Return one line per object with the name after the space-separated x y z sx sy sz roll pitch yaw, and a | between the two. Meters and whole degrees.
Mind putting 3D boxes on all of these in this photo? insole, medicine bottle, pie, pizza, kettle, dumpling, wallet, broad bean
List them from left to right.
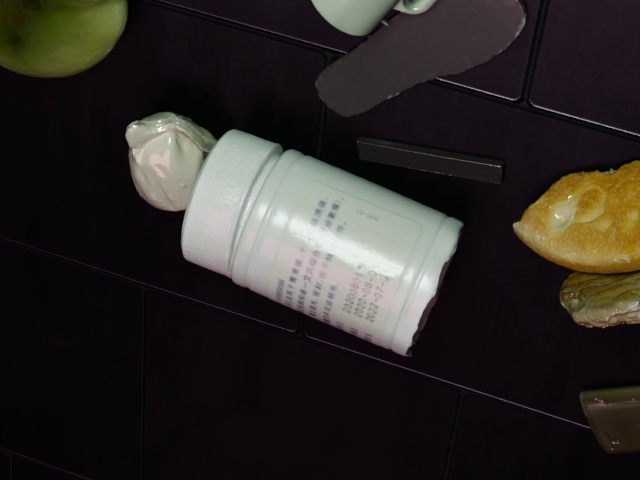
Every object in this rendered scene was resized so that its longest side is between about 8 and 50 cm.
-0.349 -0.317 1.933 0.291 0.119 0.238 -21 116 38 | broad bean
-0.189 -0.106 2.043 0.136 0.118 0.199 -6 153 12 | dumpling
0.000 0.000 1.980 0.332 0.190 0.190 24 134 6 | medicine bottle
0.074 -0.305 1.755 0.127 0.098 0.148 48 129 -1 | kettle
0.115 -0.227 1.859 0.309 0.012 0.110 -28 110 39 | insole
0.350 -0.025 1.844 0.271 0.134 0.056 -13 148 35 | pizza
0.373 0.055 1.843 0.195 0.195 0.046 -7 106 30 | pie
0.456 0.235 2.067 0.198 0.031 0.110 -10 123 32 | wallet

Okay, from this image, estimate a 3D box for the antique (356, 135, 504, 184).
0.138 -0.101 1.950 0.192 0.015 0.031 12 132 18 | antique
